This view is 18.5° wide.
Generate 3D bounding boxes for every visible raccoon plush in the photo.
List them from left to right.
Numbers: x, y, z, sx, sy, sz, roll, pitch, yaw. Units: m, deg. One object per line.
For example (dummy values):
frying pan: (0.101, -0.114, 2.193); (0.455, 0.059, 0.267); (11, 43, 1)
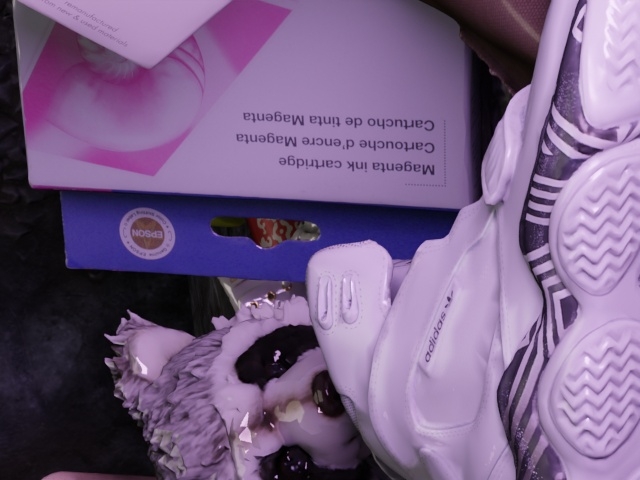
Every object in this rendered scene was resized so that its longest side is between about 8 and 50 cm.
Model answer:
raccoon plush: (0.018, 0.187, 1.236); (0.446, 0.299, 0.216); (94, 165, -49)

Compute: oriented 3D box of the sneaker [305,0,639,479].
sneaker: (0.094, -0.010, 0.903); (0.210, 0.137, 0.365); (26, 120, 49)

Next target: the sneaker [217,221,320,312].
sneaker: (0.000, 0.000, 1.591); (0.108, 0.169, 0.292); (-135, 40, -77)

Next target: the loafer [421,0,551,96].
loafer: (0.087, -0.158, 1.093); (0.366, 0.130, 0.133); (-111, 17, -55)

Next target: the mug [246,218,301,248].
mug: (-0.030, -0.005, 1.859); (0.113, 0.150, 0.169); (29, -141, -56)

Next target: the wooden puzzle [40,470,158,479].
wooden puzzle: (-0.018, 0.275, 1.273); (0.322, 0.080, 0.348); (39, -171, 18)

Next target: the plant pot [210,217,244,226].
plant pot: (-0.104, -0.129, 1.696); (0.228, 0.207, 0.227); (7, 108, 38)

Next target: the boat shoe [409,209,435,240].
boat shoe: (0.077, -0.075, 1.428); (0.059, 0.063, 0.170); (-132, 26, -68)

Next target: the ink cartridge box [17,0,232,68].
ink cartridge box: (-0.030, -0.280, 1.102); (0.353, 0.119, 0.207); (-35, 40, 37)

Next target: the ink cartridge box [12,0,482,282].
ink cartridge box: (-0.050, -0.107, 1.371); (0.071, 0.324, 0.330); (-61, -29, -64)
